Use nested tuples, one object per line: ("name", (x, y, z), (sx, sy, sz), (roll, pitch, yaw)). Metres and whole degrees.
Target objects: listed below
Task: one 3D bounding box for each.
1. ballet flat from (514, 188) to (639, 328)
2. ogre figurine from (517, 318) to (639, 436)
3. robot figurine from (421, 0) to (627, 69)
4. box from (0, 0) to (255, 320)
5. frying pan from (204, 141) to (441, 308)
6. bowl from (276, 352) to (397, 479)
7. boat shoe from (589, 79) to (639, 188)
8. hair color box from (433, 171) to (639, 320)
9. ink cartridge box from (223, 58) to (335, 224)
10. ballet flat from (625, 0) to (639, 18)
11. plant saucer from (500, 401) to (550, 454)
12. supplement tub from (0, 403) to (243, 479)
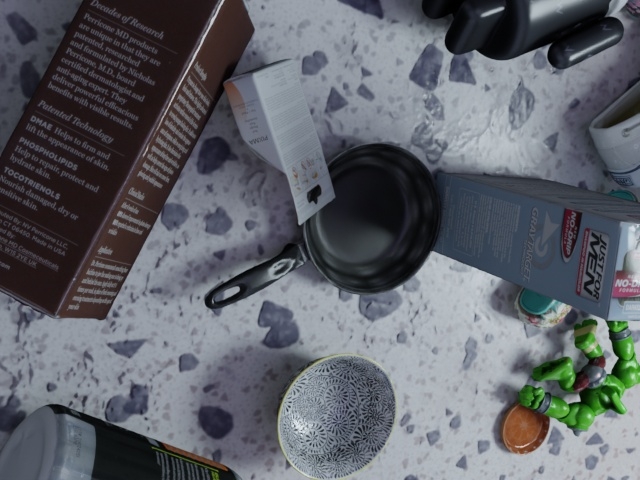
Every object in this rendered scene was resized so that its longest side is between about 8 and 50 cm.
("ballet flat", (0.364, 0.029, 1.596), (0.241, 0.091, 0.077), (-46, 147, -6))
("ogre figurine", (0.387, 0.199, 1.624), (0.197, 0.097, 0.118), (-45, 106, -26))
("robot figurine", (0.268, -0.331, 1.407), (0.278, 0.173, 0.209), (-23, 112, -19))
("box", (-0.220, -0.112, 1.187), (0.143, 0.191, 0.381), (29, 87, 5))
("frying pan", (0.020, 0.018, 1.429), (0.326, 0.053, 0.197), (-47, 115, -9))
("bowl", (0.007, 0.216, 1.450), (0.170, 0.080, 0.170), (-6, 103, -24))
("boat shoe", (0.517, -0.249, 1.582), (0.367, 0.136, 0.156), (-41, 112, -2))
("hair color box", (0.310, 0.000, 1.384), (0.185, 0.374, 0.114), (2, 100, -26))
("ink cartridge box", (-0.044, -0.116, 1.313), (0.045, 0.145, 0.179), (-11, 101, 20))
("ballet flat", (0.529, -0.364, 1.577), (0.221, 0.079, 0.077), (-16, 74, -21))
("plant saucer", (0.298, 0.272, 1.641), (0.083, 0.013, 0.084), (-6, 104, -26))
("supplement tub", (-0.214, 0.326, 1.302), (0.316, 0.193, 0.194), (27, 88, -27))
